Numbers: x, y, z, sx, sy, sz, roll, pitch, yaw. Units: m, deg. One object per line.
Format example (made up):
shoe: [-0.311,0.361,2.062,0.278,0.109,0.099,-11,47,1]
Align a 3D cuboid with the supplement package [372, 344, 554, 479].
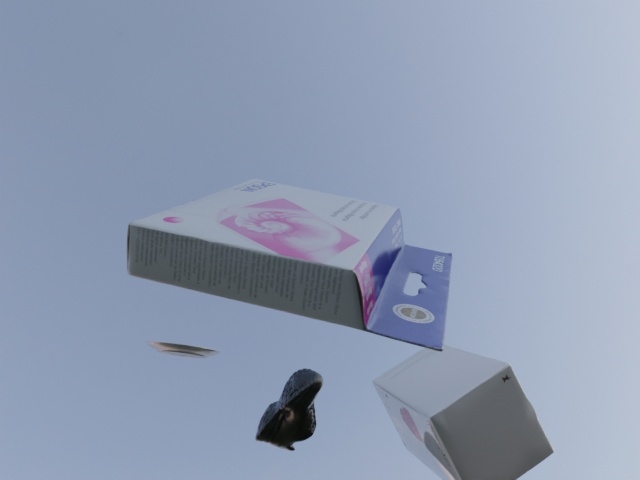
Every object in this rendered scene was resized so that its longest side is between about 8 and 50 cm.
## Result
supplement package: [0.251,0.327,0.963,0.175,0.293,0.178,-28,-88,-13]

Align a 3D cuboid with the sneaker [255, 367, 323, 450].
sneaker: [-0.055,0.433,1.280,0.130,0.109,0.286,30,-56,-7]

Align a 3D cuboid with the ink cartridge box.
ink cartridge box: [0.000,0.000,0.623,0.329,0.324,0.072,11,-73,13]

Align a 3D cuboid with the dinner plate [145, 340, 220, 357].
dinner plate: [-0.262,0.210,0.961,0.141,0.141,0.017,15,-111,-26]
